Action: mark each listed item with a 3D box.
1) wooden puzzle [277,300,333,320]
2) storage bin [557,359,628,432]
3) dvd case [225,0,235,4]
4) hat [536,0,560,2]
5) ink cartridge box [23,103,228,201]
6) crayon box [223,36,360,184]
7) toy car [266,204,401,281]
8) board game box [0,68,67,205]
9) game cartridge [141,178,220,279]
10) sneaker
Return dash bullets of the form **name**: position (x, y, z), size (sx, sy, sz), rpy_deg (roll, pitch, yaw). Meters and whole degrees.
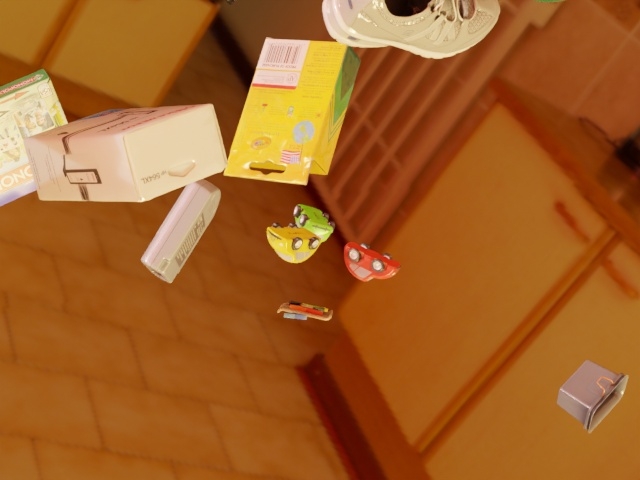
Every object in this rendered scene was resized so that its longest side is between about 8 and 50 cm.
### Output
- **wooden puzzle**: position (-0.020, 0.093, 1.439), size (0.078, 0.014, 0.116), rpy_deg (8, 4, -5)
- **storage bin**: position (0.550, 0.307, 2.186), size (0.091, 0.098, 0.135), rpy_deg (31, 55, 30)
- **dvd case**: position (-0.235, -0.490, 1.700), size (0.180, 0.022, 0.253), rpy_deg (38, 13, -49)
- **hat**: position (0.346, -0.454, 1.533), size (0.208, 0.173, 0.183), rpy_deg (40, 47, -9)
- **ink cartridge box**: position (-0.238, -0.107, 1.307), size (0.203, 0.086, 0.148), rpy_deg (2, 21, 41)
- **crayon box**: position (-0.059, -0.255, 2.197), size (0.202, 0.318, 0.081), rpy_deg (9, -17, 27)
- **toy car**: position (0.000, 0.000, 1.824), size (0.239, 0.053, 0.225), rpy_deg (15, 17, -20)
- **board game box**: position (-0.618, -0.161, 1.983), size (0.046, 0.317, 0.213), rpy_deg (47, -22, 45)
- **game cartridge**: position (-0.258, -0.021, 2.020), size (0.062, 0.198, 0.297), rpy_deg (27, -8, -1)
- **sneaker**: position (0.146, -0.308, 1.436), size (0.281, 0.115, 0.105), rpy_deg (-12, 84, -34)
